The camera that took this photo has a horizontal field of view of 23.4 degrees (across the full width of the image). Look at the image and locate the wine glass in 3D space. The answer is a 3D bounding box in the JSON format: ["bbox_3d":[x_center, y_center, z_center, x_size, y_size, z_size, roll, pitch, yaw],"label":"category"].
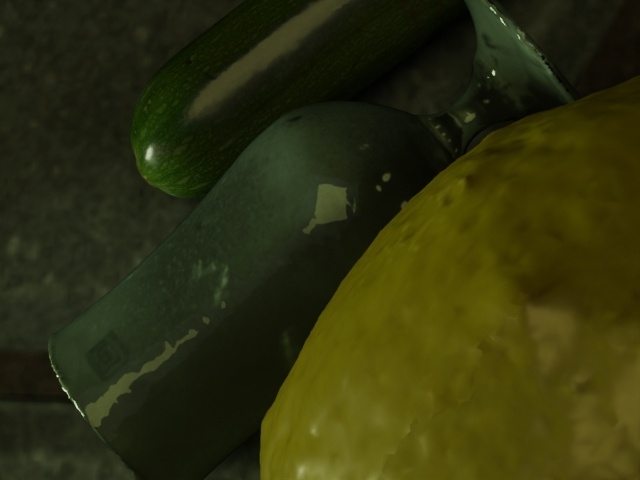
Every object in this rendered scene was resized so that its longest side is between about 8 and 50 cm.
[{"bbox_3d":[0.000,0.000,0.632,0.231,0.103,0.103,-39,70,7],"label":"wine glass"}]

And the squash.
[{"bbox_3d":[0.012,-0.098,0.674,0.229,0.066,0.066,-35,70,5],"label":"squash"}]

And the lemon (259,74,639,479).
[{"bbox_3d":[0.103,0.071,0.517,0.233,0.233,0.288,44,100,21],"label":"lemon"}]
